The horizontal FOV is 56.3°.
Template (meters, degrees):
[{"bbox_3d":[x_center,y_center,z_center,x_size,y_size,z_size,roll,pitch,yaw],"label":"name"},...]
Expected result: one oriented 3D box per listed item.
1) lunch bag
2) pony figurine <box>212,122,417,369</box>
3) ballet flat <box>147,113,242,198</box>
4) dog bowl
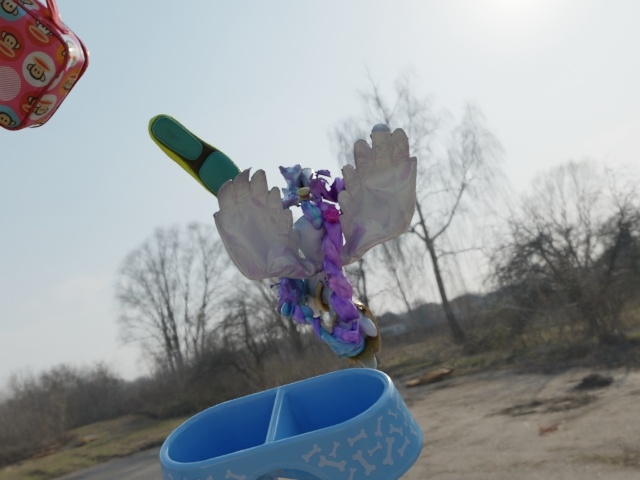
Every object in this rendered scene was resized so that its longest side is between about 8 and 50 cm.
[{"bbox_3d":[-0.602,-0.384,1.136,0.258,0.293,0.120,-46,5,15],"label":"lunch bag"},{"bbox_3d":[0.000,0.000,0.959,0.303,0.351,0.363,-17,24,-9],"label":"pony figurine"},{"bbox_3d":[-0.231,-0.152,1.138,0.077,0.231,0.077,-54,21,-14],"label":"ballet flat"},{"bbox_3d":[-0.039,0.222,0.662,0.297,0.074,0.166,-16,11,5],"label":"dog bowl"}]
